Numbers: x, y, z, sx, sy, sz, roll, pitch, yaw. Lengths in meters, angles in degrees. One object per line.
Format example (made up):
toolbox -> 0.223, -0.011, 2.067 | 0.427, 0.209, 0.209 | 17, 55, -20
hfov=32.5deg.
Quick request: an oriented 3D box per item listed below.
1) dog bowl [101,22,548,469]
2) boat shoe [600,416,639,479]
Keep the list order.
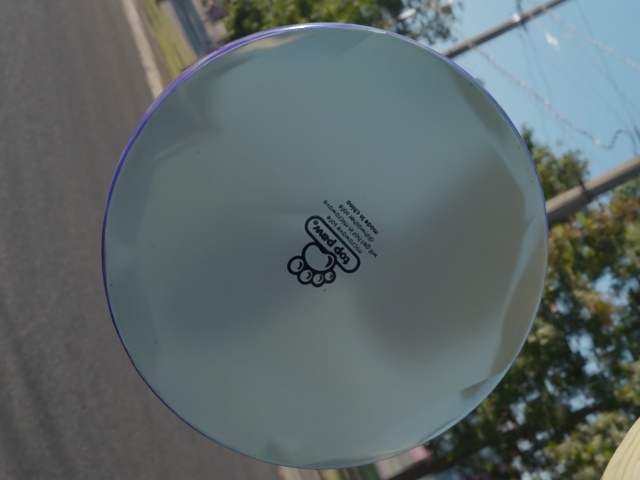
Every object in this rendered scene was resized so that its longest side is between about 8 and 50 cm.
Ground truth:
dog bowl -> 0.000, 0.000, 0.675 | 0.265, 0.265, 0.104 | 64, -2, -10
boat shoe -> 0.271, 0.051, 0.585 | 0.121, 0.341, 0.110 | 38, -31, 2
